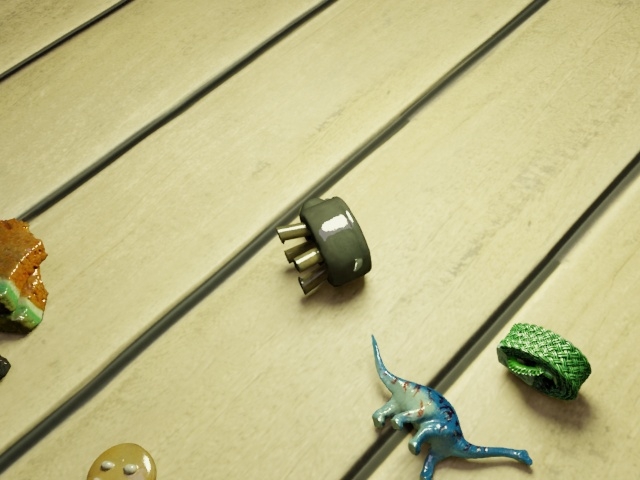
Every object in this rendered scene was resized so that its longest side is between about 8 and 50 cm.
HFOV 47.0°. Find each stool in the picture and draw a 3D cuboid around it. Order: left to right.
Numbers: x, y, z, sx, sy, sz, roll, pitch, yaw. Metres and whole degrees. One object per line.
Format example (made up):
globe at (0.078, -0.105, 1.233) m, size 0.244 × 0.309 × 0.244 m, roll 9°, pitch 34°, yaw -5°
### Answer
stool at (0.003, 0.008, 1.361) m, size 0.139 × 0.153 × 0.228 m, roll -24°, pitch 12°, yaw -7°

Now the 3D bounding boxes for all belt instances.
belt at (0.350, 0.199, 1.183) m, size 0.151 × 0.121 × 0.079 m, roll 28°, pitch 66°, yaw 38°

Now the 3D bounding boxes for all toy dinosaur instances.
toy dinosaur at (0.163, 0.288, 1.167) m, size 0.329 × 0.076 × 0.144 m, roll 35°, pitch 57°, yaw 25°

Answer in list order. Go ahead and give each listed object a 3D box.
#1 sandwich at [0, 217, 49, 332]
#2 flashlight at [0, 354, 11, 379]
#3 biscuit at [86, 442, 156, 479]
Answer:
sandwich at (-0.627, 0.057, 1.403) m, size 0.212 × 0.109 × 0.292 m, roll -36°, pitch 58°, yaw -19°
flashlight at (-0.747, 0.295, 1.256) m, size 0.424 × 0.103 × 0.103 m, roll -28°, pitch 56°, yaw -17°
biscuit at (-0.337, 0.451, 1.118) m, size 0.197 × 0.049 × 0.301 m, roll 8°, pitch 54°, yaw 10°
